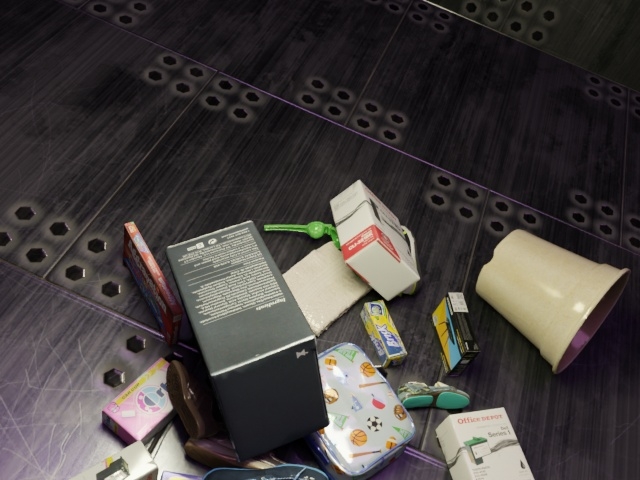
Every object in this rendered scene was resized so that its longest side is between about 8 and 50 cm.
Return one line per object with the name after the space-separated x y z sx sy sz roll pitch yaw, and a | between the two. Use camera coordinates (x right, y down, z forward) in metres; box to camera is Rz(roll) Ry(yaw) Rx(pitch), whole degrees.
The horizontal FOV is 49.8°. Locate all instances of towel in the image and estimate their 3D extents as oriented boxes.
0.015 0.119 1.849 0.187 0.049 0.282 40 51 17 | towel

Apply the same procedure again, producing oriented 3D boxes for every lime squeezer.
0.000 0.000 1.895 0.310 0.059 0.110 27 70 18 | lime squeezer

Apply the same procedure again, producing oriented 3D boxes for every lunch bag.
0.051 0.396 1.590 0.243 0.115 0.303 -26 62 -27 | lunch bag

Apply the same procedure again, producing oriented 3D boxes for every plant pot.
0.610 0.138 1.879 0.305 0.334 0.333 37 49 29 | plant pot

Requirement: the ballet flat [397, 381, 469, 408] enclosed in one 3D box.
0.279 0.379 1.713 0.188 0.070 0.070 6 50 -17 | ballet flat

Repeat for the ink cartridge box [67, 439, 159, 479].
-0.415 0.487 1.351 0.175 0.127 0.072 -25 60 -34 | ink cartridge box

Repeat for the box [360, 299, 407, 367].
0.162 0.242 1.787 0.054 0.059 0.169 -9 55 -22 | box

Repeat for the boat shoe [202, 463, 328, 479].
-0.111 0.514 1.375 0.258 0.109 0.089 -7 15 4 | boat shoe

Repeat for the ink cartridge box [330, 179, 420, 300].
0.142 -0.005 1.856 0.197 0.114 0.273 41 21 -33 | ink cartridge box

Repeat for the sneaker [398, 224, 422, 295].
0.221 0.051 1.949 0.097 0.084 0.235 2 51 -15 | sneaker

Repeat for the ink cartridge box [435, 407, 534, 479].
0.387 0.514 1.612 0.160 0.093 0.219 -3 53 -20 | ink cartridge box

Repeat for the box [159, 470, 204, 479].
-0.288 0.563 1.386 0.105 0.043 0.179 12 51 -8 | box

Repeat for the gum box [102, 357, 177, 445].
-0.372 0.355 1.516 0.107 0.062 0.188 37 50 13 | gum box

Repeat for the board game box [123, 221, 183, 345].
-0.408 0.104 1.659 0.027 0.145 0.281 -19 59 -30 | board game box

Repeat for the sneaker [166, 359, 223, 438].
-0.274 0.342 1.486 0.071 0.066 0.188 3 47 -43 | sneaker

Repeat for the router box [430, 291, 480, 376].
0.348 0.245 1.796 0.046 0.133 0.179 3 50 -16 | router box

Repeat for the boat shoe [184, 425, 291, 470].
-0.146 0.460 1.480 0.285 0.103 0.092 17 53 4 | boat shoe

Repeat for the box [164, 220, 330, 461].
-0.159 0.204 1.472 0.212 0.294 0.395 -19 41 -14 | box
